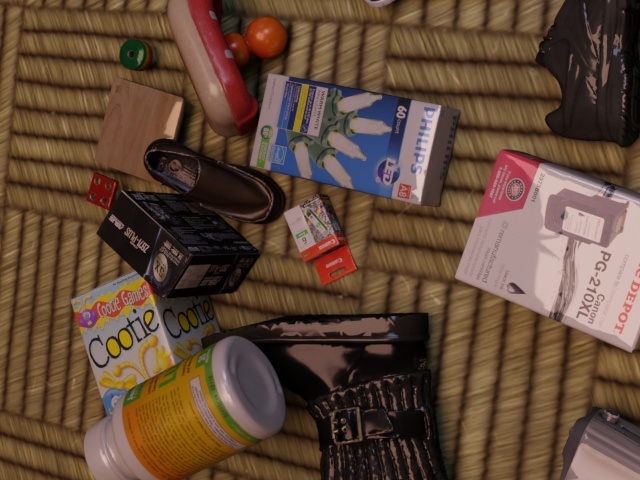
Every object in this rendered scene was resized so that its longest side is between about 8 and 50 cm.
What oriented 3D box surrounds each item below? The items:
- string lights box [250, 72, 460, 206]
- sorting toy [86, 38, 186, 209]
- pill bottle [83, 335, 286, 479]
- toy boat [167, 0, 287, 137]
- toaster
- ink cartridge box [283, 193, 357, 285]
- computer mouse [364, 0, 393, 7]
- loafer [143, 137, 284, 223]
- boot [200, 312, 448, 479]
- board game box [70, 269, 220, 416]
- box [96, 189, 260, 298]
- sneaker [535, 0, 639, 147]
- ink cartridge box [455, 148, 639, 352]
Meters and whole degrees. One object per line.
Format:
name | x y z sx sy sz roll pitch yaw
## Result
string lights box | 0.044 -0.136 1.483 0.259 0.076 0.133 14 96 27
sorting toy | -0.264 -0.155 1.663 0.132 0.046 0.275 20 99 26
pill bottle | -0.179 0.232 1.416 0.245 0.136 0.136 -29 78 21
toy boat | -0.119 -0.270 1.552 0.151 0.151 0.231 -22 80 -4
toaster | 0.344 0.320 1.305 0.146 0.129 0.227 23 102 23
ink cartridge box | 0.000 0.000 1.535 0.062 0.029 0.115 -28 78 25
computer mouse | 0.064 -0.396 1.491 0.106 0.042 0.193 -23 74 21
loafer | -0.159 -0.078 1.570 0.220 0.078 0.080 20 101 7
boot | -0.002 0.232 1.483 0.347 0.131 0.260 -4 89 27
board game box | -0.225 0.185 1.593 0.142 0.144 0.275 -24 81 25
box | -0.197 0.004 1.554 0.147 0.180 0.078 41 108 21
sneaker | 0.322 -0.256 1.324 0.130 0.109 0.286 4 91 34
ink cartridge box | 0.309 0.009 1.333 0.237 0.100 0.172 23 102 26
